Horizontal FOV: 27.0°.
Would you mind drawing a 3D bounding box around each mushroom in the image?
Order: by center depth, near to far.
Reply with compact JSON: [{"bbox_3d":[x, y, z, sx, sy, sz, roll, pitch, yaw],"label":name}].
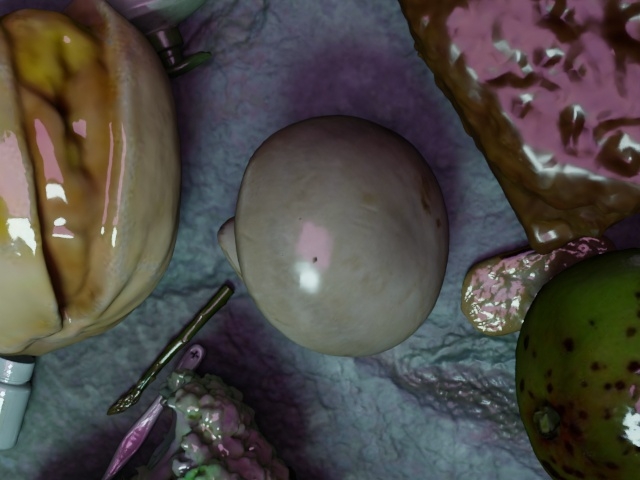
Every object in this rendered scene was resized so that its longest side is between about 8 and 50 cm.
[{"bbox_3d":[0.000,0.000,1.107,0.204,0.204,0.204,0,96,3],"label":"mushroom"}]

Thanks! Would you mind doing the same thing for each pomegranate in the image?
[{"bbox_3d":[0.302,0.117,1.071,0.286,0.231,0.230,-2,96,1],"label":"pomegranate"}]

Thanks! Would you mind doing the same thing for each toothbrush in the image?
[{"bbox_3d":[-0.165,0.177,1.201,0.017,0.022,0.204,35,97,-11],"label":"toothbrush"}]

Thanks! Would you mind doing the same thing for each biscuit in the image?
[{"bbox_3d":[0.269,-0.210,1.052,0.395,0.166,0.342,-29,93,8],"label":"biscuit"},{"bbox_3d":[0.193,0.037,1.166,0.147,0.018,0.071,-18,97,4],"label":"biscuit"}]

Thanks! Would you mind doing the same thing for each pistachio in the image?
[{"bbox_3d":[-0.227,-0.041,1.083,0.230,0.230,0.308,4,112,3],"label":"pistachio"}]

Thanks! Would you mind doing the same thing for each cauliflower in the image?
[{"bbox_3d":[-0.145,0.249,1.124,0.315,0.239,0.256,-6,127,11],"label":"cauliflower"}]

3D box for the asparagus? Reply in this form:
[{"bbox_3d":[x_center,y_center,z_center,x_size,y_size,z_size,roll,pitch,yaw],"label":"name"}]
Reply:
[{"bbox_3d":[-0.134,0.102,1.193,0.016,0.016,0.163,40,97,-15],"label":"asparagus"}]

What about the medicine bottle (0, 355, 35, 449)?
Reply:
[{"bbox_3d":[-0.285,0.142,1.191,0.047,0.047,0.083,17,96,1],"label":"medicine bottle"}]

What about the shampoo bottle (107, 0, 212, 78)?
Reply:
[{"bbox_3d":[-0.163,-0.248,1.121,0.118,0.087,0.234,-21,95,1],"label":"shampoo bottle"}]
